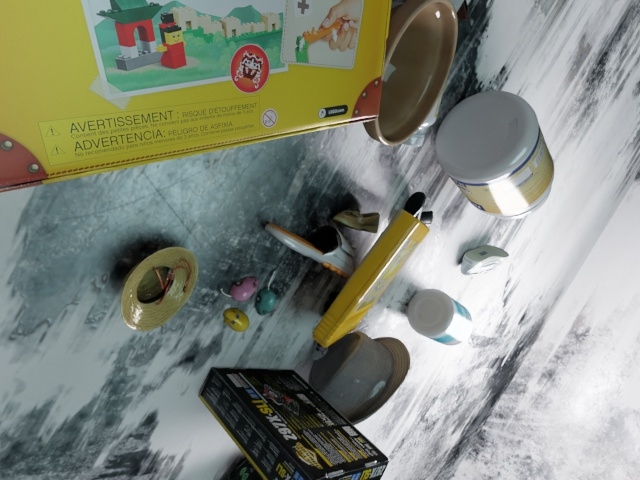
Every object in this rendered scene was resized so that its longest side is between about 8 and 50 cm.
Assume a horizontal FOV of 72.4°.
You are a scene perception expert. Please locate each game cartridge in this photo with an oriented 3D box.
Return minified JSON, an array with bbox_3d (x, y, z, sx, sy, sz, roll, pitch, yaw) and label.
[{"bbox_3d":[0.122,0.085,0.975,0.323,0.053,0.285,-57,164,9],"label":"game cartridge"}]

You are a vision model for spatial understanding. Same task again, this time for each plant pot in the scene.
[{"bbox_3d":[0.119,-0.288,0.730,0.237,0.110,0.237,-40,150,-30],"label":"plant pot"}]

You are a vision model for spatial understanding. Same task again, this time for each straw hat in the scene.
[{"bbox_3d":[-0.264,0.064,0.676,0.144,0.061,0.144,-44,146,-41],"label":"straw hat"}]

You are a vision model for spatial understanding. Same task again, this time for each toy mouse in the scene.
[{"bbox_3d":[-0.129,0.117,0.866,0.143,0.031,0.161,-45,138,-15],"label":"toy mouse"}]

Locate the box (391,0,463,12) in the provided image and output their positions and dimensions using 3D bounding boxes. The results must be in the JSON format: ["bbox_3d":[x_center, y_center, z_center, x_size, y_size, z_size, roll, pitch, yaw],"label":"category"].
[{"bbox_3d":[0.181,-0.426,0.781,0.087,0.101,0.101,33,89,-50],"label":"box"}]

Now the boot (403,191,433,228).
[{"bbox_3d":[0.257,-0.068,1.125,0.099,0.045,0.121,1,121,-43],"label":"boot"}]

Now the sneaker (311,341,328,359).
[{"bbox_3d":[0.001,0.240,1.072,0.098,0.038,0.069,-53,139,-21],"label":"sneaker"}]

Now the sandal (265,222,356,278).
[{"bbox_3d":[0.006,0.004,0.877,0.265,0.102,0.076,29,95,-48],"label":"sandal"}]

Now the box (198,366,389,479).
[{"bbox_3d":[-0.055,0.377,0.880,0.257,0.322,0.079,19,98,-50],"label":"box"}]

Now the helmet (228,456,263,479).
[{"bbox_3d":[-0.122,0.583,1.065,0.162,0.169,0.169,-30,135,-6],"label":"helmet"}]

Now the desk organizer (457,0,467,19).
[{"bbox_3d":[0.267,-0.504,0.858,0.047,0.050,0.130,-50,139,-9],"label":"desk organizer"}]

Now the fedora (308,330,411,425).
[{"bbox_3d":[0.073,0.317,1.080,0.275,0.243,0.124,-42,110,10],"label":"fedora"}]

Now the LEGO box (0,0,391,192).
[{"bbox_3d":[-0.151,-0.299,0.459,0.500,0.193,0.372,-21,128,-36],"label":"LEGO box"}]

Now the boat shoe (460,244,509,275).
[{"bbox_3d":[0.554,0.072,1.493,0.228,0.079,0.081,-9,129,-36],"label":"boat shoe"}]

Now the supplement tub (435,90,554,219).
[{"bbox_3d":[0.444,-0.194,1.091,0.316,0.228,0.228,29,92,-49],"label":"supplement tub"}]

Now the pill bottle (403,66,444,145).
[{"bbox_3d":[0.190,-0.289,0.875,0.103,0.103,0.184,-12,122,-40],"label":"pill bottle"}]

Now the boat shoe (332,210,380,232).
[{"bbox_3d":[0.082,-0.048,0.959,0.153,0.056,0.048,9,98,-49],"label":"boat shoe"}]

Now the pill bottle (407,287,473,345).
[{"bbox_3d":[0.387,0.249,1.375,0.264,0.146,0.146,30,91,-50],"label":"pill bottle"}]
